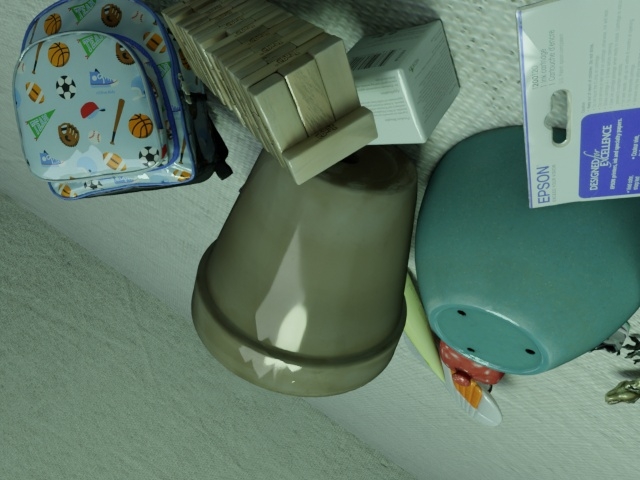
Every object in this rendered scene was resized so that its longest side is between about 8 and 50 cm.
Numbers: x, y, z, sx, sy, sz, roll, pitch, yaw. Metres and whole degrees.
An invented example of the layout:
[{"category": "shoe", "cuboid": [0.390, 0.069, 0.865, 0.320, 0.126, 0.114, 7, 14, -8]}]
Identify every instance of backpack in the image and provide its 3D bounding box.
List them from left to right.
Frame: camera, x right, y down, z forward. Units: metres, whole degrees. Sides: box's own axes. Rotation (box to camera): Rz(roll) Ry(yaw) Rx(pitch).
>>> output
[{"category": "backpack", "cuboid": [-0.290, -0.198, 0.666, 0.277, 0.263, 0.213, -7, -174, 2]}]

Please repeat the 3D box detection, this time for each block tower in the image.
[{"category": "block tower", "cuboid": [-0.073, -0.190, 0.506, 0.335, 0.091, 0.097, 49, 169, 43]}]

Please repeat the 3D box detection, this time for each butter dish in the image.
[{"category": "butter dish", "cuboid": [0.279, 0.213, 0.872, 0.160, 0.118, 0.159, 18, 148, 30]}]

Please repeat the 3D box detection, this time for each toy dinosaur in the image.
[{"category": "toy dinosaur", "cuboid": [0.500, 0.182, 0.647, 0.118, 0.064, 0.268, 34, 151, -13]}]

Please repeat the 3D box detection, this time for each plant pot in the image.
[{"category": "plant pot", "cuboid": [0.000, 0.000, 0.659, 0.323, 0.323, 0.280, 28, 125, 14]}, {"category": "plant pot", "cuboid": [0.232, 0.041, 0.567, 0.290, 0.195, 0.290, 26, 152, 15]}]

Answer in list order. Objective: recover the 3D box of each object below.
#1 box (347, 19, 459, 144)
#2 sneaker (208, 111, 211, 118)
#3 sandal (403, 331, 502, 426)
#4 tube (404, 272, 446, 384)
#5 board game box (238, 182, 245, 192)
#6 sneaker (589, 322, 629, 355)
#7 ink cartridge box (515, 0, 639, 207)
[{"category": "box", "cuboid": [0.078, -0.165, 0.509, 0.101, 0.102, 0.087, 8, 139, 41]}, {"category": "sneaker", "cuboid": [-0.284, -0.238, 0.820, 0.236, 0.095, 0.104, 46, 158, -10]}, {"category": "sandal", "cuboid": [0.293, 0.267, 1.007, 0.265, 0.076, 0.102, 46, 149, 25]}, {"category": "tube", "cuboid": [0.185, 0.168, 0.914, 0.062, 0.070, 0.240, -8, 120, 43]}, {"category": "board game box", "cuboid": [-0.054, -0.058, 0.886, 0.170, 0.048, 0.141, 47, 149, -22]}, {"category": "sneaker", "cuboid": [0.383, 0.127, 0.672, 0.098, 0.069, 0.038, 28, 152, 13]}, {"category": "ink cartridge box", "cuboid": [0.267, -0.119, 0.367, 0.208, 0.045, 0.206, -5, 138, 22]}]
